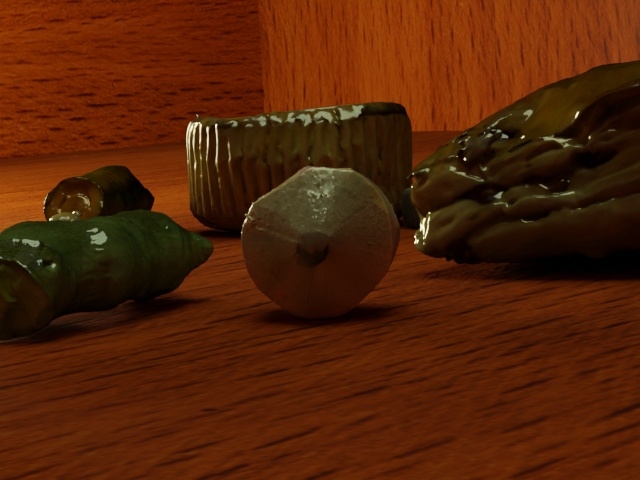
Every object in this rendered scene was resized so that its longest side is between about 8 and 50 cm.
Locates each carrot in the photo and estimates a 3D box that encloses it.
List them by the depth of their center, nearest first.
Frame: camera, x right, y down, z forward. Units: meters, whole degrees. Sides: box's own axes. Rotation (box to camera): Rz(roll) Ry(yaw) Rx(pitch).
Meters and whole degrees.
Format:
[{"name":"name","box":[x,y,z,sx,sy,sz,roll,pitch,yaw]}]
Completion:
[{"name":"carrot","box":[-0.251,-0.044,2.146,0.082,0.082,0.173,-1,3,16]}]

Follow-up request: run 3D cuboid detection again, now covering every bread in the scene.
[{"name":"bread","box":[0.268,-0.072,1.636,0.324,0.167,0.277,-5,1,33]},{"name":"bread","box":[-0.024,-0.081,2.108,0.253,0.142,0.227,-5,6,15]}]

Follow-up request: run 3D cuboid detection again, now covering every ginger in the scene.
[{"name":"ginger","box":[-0.192,0.019,1.468,0.137,0.089,0.290,-22,-2,35]}]

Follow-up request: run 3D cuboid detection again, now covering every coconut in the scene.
[{"name":"coconut","box":[0.000,0.000,1.404,0.116,0.116,0.122,-3,2,5]}]

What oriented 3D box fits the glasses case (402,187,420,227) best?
[{"name":"glasses case","box":[0.164,-0.033,1.979,0.070,0.047,0.205,-5,5,-25]}]

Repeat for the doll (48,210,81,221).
[{"name":"doll","box":[-0.283,-0.002,1.885,0.093,0.051,0.061,-4,12,7]}]
